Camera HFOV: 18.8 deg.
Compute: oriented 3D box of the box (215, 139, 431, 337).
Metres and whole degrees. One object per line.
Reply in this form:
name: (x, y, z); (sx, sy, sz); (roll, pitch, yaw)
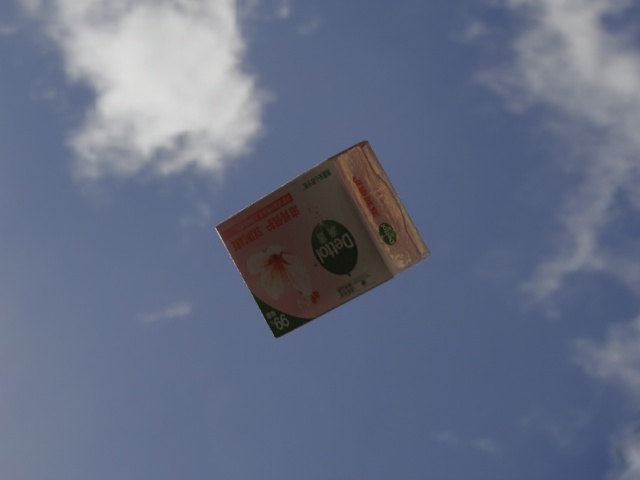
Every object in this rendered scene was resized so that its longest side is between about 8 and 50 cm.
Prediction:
box: (0.000, 0.000, 1.260); (0.125, 0.043, 0.089); (-31, -91, 43)
